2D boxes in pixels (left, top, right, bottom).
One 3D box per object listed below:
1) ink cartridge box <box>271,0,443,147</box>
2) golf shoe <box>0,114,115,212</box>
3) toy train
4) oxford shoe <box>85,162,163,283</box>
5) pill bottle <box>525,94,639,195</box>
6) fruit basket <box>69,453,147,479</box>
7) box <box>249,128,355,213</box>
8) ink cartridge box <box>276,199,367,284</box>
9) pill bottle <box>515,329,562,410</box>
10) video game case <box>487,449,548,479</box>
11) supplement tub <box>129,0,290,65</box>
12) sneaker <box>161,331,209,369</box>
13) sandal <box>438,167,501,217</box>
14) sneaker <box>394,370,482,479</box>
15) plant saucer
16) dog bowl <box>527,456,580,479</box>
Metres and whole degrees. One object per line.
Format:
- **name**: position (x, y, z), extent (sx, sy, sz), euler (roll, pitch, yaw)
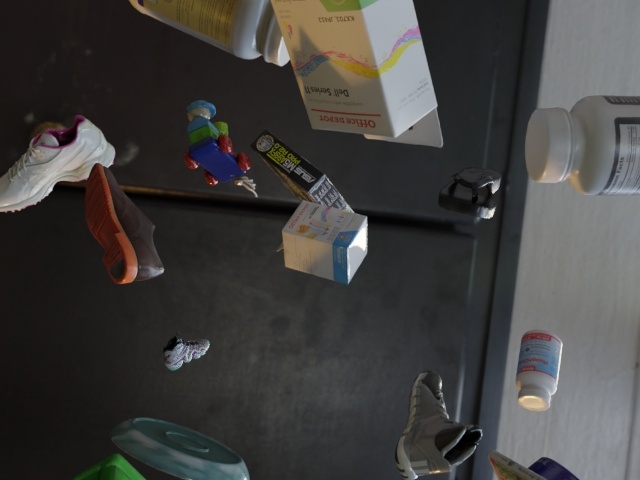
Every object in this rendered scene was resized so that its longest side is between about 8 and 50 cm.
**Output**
- **ink cartridge box**: position (0.060, -0.292, 1.322), extent (0.119, 0.353, 0.207), euler (-38, -147, -31)
- **golf shoe**: position (-0.611, -0.171, 1.752), extent (0.306, 0.140, 0.115), euler (-28, -134, -8)
- **toy train**: position (-0.217, -0.201, 1.807), extent (0.105, 0.143, 0.248), euler (-23, 153, 14)
- **oxford shoe**: position (-0.384, -0.034, 1.562), extent (0.098, 0.271, 0.097), euler (-1, 148, -41)
- **pill bottle**: position (0.535, -0.167, 1.415), extent (0.319, 0.176, 0.176), euler (0, -177, -3)
- **fruit basket**: position (-0.219, 0.436, 0.704), extent (0.392, 0.392, 0.283), euler (6, 180, -12)
- **box**: position (-0.032, -0.133, 1.926), extent (0.216, 0.060, 0.270), euler (41, 177, 30)
- **ink cartridge box**: position (0.000, 0.000, 1.414), extent (0.143, 0.090, 0.092), euler (15, -135, 18)
- **pill bottle**: position (0.463, 0.277, 1.711), extent (0.087, 0.160, 0.087), euler (12, 143, 9)
- **video game case**: position (0.326, 0.393, 1.191), extent (0.019, 0.157, 0.143), euler (-39, -150, -20)
- **supplement tub**: position (-0.186, -0.505, 1.584), extent (0.331, 0.241, 0.241), euler (25, -176, 4)
- **sneaker**: position (-0.264, 0.202, 1.562), extent (0.098, 0.069, 0.038), euler (-32, -146, -31)
- **sandal**: position (0.263, -0.097, 1.399), extent (0.097, 0.054, 0.254), euler (12, -158, 11)
- **sneaker**: position (0.216, 0.312, 1.373), extent (0.132, 0.086, 0.228), euler (-12, -147, 28)
- **plant saucer**: position (-0.293, 0.446, 1.720), extent (0.318, 0.043, 0.317), euler (20, 175, 2)
- **dog bowl**: position (0.453, 0.526, 1.448), extent (0.104, 0.265, 0.265), euler (-38, -168, -9)
